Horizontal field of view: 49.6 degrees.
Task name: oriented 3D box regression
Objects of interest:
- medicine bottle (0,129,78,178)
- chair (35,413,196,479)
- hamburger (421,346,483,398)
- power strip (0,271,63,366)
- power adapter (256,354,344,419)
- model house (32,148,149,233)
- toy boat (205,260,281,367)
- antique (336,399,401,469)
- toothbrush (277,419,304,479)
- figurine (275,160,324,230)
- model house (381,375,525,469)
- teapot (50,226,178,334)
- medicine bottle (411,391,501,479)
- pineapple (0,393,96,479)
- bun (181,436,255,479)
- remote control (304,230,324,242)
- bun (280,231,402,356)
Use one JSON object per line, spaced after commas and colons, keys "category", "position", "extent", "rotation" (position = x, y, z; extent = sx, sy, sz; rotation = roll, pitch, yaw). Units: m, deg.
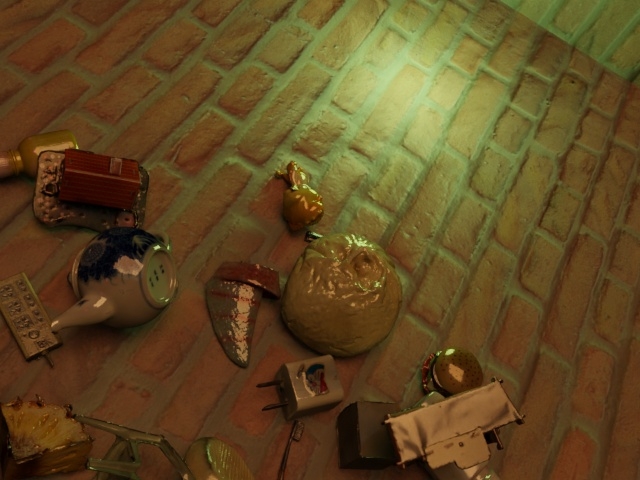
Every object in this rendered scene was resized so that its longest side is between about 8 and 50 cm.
{"category": "medicine bottle", "position": [-0.771, -0.223, 1.877], "extent": [0.213, 0.122, 0.121], "rotation": [-18, 68, -27]}
{"category": "chair", "position": [-0.424, 0.521, 1.475], "extent": [0.275, 0.203, 0.191], "rotation": [25, 5, -40]}
{"category": "hamburger", "position": [0.372, 0.377, 1.933], "extent": [0.175, 0.137, 0.175], "rotation": [7, 61, -13]}
{"category": "power strip", "position": [-0.716, 0.198, 1.699], "extent": [0.092, 0.034, 0.268], "rotation": [-25, 72, -31]}
{"category": "power adapter", "position": [-0.063, 0.382, 1.775], "extent": [0.205, 0.125, 0.130], "rotation": [-8, 65, -25]}
{"category": "model house", "position": [-0.587, -0.129, 1.814], "extent": [0.294, 0.154, 0.206], "rotation": [8, 82, -26]}
{"category": "toy boat", "position": [-0.219, 0.197, 1.869], "extent": [0.206, 0.096, 0.282], "rotation": [11, 70, -6]}
{"category": "antique", "position": [0.132, 0.498, 1.764], "extent": [0.148, 0.152, 0.146], "rotation": [9, 59, -17]}
{"category": "toothbrush", "position": [-0.095, 0.592, 1.701], "extent": [0.031, 0.023, 0.320], "rotation": [22, 55, -3]}
{"category": "figurine", "position": [-0.062, -0.134, 2.095], "extent": [0.156, 0.131, 0.246], "rotation": [42, 25, -42]}
{"category": "model house", "position": [0.298, 0.461, 1.673], "extent": [0.326, 0.244, 0.169], "rotation": [-16, 76, -13]}
{"category": "teapot", "position": [-0.513, 0.091, 1.733], "extent": [0.280, 0.252, 0.424], "rotation": [-3, 31, 20]}
{"category": "medicine bottle", "position": [0.343, 0.556, 1.831], "extent": [0.161, 0.111, 0.296], "rotation": [-38, 77, -18]}
{"category": "pineapple", "position": [-0.625, 0.442, 1.524], "extent": [0.237, 0.114, 0.186], "rotation": [20, 29, 0]}
{"category": "bun", "position": [-0.242, 0.565, 1.591], "extent": [0.127, 0.222, 0.222], "rotation": [-40, 77, 7]}
{"category": "remote control", "position": [0.000, 0.000, 2.093], "extent": [0.096, 0.014, 0.039], "rotation": [20, 56, -7]}
{"category": "bun", "position": [0.064, 0.135, 1.909], "extent": [0.353, 0.227, 0.348], "rotation": [-6, 65, -21]}
